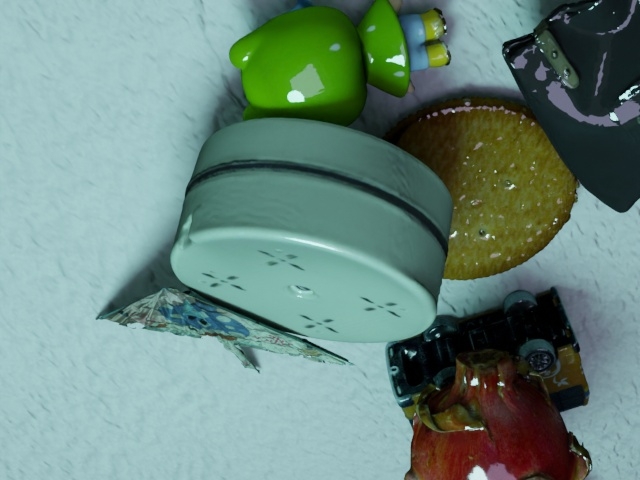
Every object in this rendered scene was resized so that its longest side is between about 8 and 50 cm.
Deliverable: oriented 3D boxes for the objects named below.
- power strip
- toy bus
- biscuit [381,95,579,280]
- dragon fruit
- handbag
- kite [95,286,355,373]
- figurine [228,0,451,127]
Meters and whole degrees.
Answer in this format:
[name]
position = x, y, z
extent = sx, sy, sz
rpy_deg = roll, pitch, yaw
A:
[power strip]
position = 0.000, 0.000, 1.364
extent = 0.357, 0.161, 0.357
rpy_deg = 11, 157, 5
[toy bus]
position = 0.249, 0.198, 1.634
extent = 0.275, 0.138, 0.167
rpy_deg = -18, 128, 7
[biscuit]
position = 0.202, -0.067, 1.490
extent = 0.305, 0.038, 0.305
rpy_deg = -1, 128, -1
[dragon fruit]
position = 0.236, 0.301, 1.489
extent = 0.250, 0.250, 0.315
rpy_deg = 13, 109, -14
[handbag]
position = 0.391, -0.222, 1.297
extent = 0.342, 0.152, 0.288
rpy_deg = -43, 125, 19
[kite]
position = -0.148, 0.126, 1.526
extent = 0.406, 0.014, 0.368
rpy_deg = 9, 159, 17
[figurine]
position = 0.025, -0.216, 1.311
extent = 0.263, 0.143, 0.162
rpy_deg = -15, 124, -7
